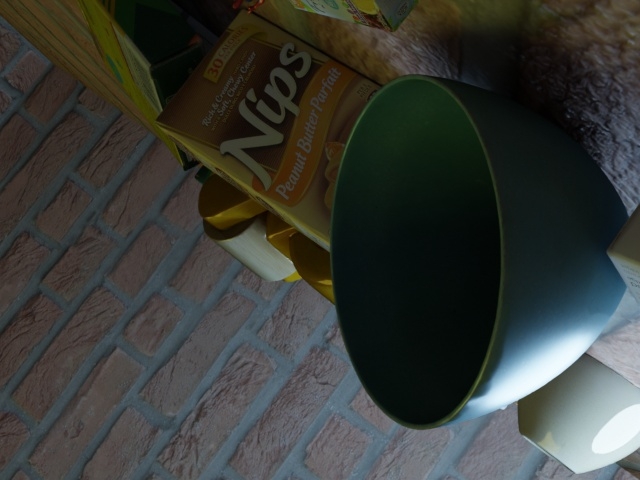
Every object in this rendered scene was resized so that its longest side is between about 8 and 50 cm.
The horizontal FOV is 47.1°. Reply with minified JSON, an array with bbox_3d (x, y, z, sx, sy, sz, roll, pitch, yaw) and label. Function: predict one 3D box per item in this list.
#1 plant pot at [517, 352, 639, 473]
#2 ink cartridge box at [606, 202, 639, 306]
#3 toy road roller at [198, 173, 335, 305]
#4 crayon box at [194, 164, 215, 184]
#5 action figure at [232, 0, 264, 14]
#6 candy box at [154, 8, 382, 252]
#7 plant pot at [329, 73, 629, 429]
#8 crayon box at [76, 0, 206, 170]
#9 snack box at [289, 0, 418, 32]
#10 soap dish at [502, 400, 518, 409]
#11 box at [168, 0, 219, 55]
[{"bbox_3d":[0.508,0.349,1.475,0.284,0.191,0.284,37,174,5],"label":"plant pot"},{"bbox_3d":[0.343,0.059,0.542,0.172,0.100,0.237,31,172,48],"label":"ink cartridge box"},{"bbox_3d":[0.000,0.000,1.005,0.202,0.329,0.241,43,-143,-44],"label":"toy road roller"},{"bbox_3d":[-0.123,-0.138,1.458,0.081,0.165,0.278,41,173,-36],"label":"crayon box"},{"bbox_3d":[-0.080,-0.272,0.805,0.038,0.030,0.115,45,169,-26],"label":"action figure"},{"bbox_3d":[-0.019,-0.120,0.872,0.316,0.183,0.087,35,174,20],"label":"candy box"},{"bbox_3d":[0.153,0.007,0.651,0.195,0.290,0.290,-1,-169,-23],"label":"plant pot"},{"bbox_3d":[-0.252,-0.274,1.032,0.318,0.081,0.202,50,163,28],"label":"crayon box"},{"bbox_3d":[0.002,-0.227,0.605,0.141,0.037,0.100,32,172,44],"label":"snack box"},{"bbox_3d":[0.342,0.228,1.643,0.291,0.118,0.229,47,-179,33],"label":"soap dish"},{"bbox_3d":[-0.188,-0.302,1.164,0.186,0.038,0.145,38,174,-9],"label":"box"}]
